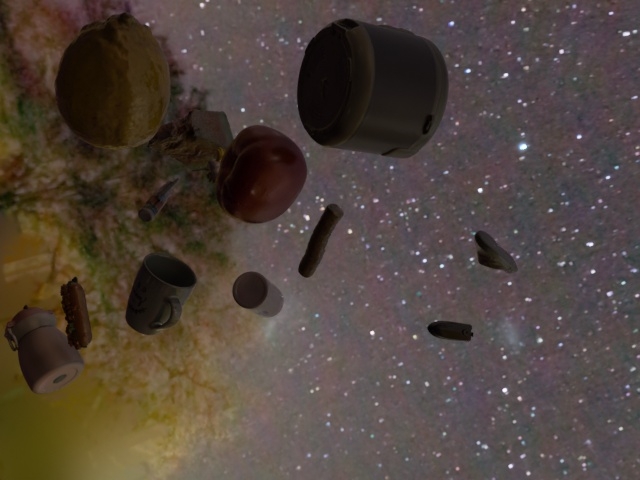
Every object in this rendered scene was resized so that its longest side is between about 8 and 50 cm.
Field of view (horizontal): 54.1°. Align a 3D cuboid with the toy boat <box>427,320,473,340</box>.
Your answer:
[{"bbox_3d":[0.389,0.273,1.899,0.060,0.141,0.055,158,-61,-75],"label":"toy boat"}]

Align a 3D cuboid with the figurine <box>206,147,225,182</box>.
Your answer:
[{"bbox_3d":[-0.326,-0.253,2.278,0.130,0.178,0.109,-57,-140,21],"label":"figurine"}]

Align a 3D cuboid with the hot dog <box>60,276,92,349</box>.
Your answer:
[{"bbox_3d":[-0.637,0.190,1.628,0.072,0.055,0.189,-11,-90,44],"label":"hot dog"}]

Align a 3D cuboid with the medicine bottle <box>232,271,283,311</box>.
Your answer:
[{"bbox_3d":[-0.214,0.202,2.253,0.341,0.130,0.130,63,1,-76],"label":"medicine bottle"}]

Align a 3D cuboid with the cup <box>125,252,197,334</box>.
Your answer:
[{"bbox_3d":[-0.527,0.207,2.058,0.234,0.186,0.258,-60,-141,19],"label":"cup"}]

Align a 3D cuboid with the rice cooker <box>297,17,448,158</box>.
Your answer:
[{"bbox_3d":[0.136,-0.380,1.588,0.335,0.325,0.336,-3,-93,59],"label":"rice cooker"}]

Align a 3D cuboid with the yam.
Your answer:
[{"bbox_3d":[0.000,0.000,2.272,0.081,0.081,0.357,57,-39,27],"label":"yam"}]

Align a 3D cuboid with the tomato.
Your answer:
[{"bbox_3d":[-0.164,-0.188,1.794,0.298,0.226,0.299,-45,-145,44],"label":"tomato"}]

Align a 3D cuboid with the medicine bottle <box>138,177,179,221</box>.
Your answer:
[{"bbox_3d":[-0.613,-0.163,2.405,0.092,0.221,0.061,-29,-66,34],"label":"medicine bottle"}]

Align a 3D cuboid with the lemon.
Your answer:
[{"bbox_3d":[-0.492,-0.368,1.496,0.286,0.285,0.316,61,-10,21],"label":"lemon"}]

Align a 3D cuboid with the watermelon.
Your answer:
[{"bbox_3d":[-0.502,-0.419,2.504,0.264,0.302,0.151,-18,-118,32],"label":"watermelon"}]

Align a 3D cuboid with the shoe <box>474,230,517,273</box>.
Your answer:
[{"bbox_3d":[0.479,0.048,1.763,0.078,0.195,0.079,-40,-140,25],"label":"shoe"}]

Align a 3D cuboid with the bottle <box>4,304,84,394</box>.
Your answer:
[{"bbox_3d":[-0.757,0.282,1.701,0.237,0.147,0.148,52,-32,20],"label":"bottle"}]
